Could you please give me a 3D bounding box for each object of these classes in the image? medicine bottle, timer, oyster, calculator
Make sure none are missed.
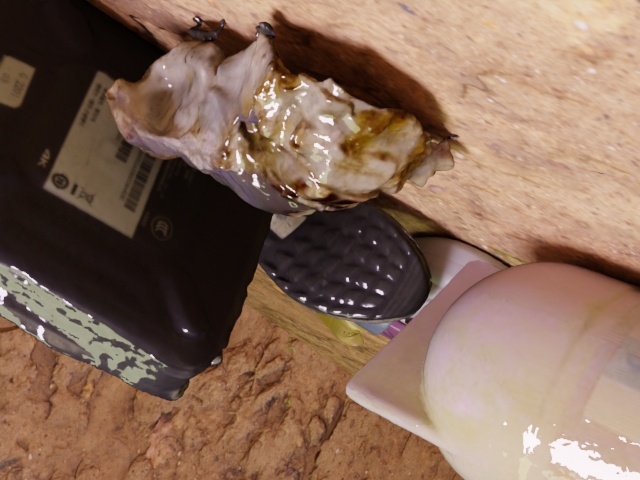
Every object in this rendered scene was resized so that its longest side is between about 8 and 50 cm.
[{"bbox_3d":[0.245,0.151,1.199,0.406,0.235,0.236,24,169,32],"label":"medicine bottle"},{"bbox_3d":[0.179,0.088,1.524,0.237,0.087,0.262,33,168,-15],"label":"timer"},{"bbox_3d":[-0.056,-0.105,1.130,0.337,0.133,0.198,18,157,36],"label":"oyster"},{"bbox_3d":[-0.013,0.049,1.864,0.236,0.033,0.157,53,168,10],"label":"calculator"}]

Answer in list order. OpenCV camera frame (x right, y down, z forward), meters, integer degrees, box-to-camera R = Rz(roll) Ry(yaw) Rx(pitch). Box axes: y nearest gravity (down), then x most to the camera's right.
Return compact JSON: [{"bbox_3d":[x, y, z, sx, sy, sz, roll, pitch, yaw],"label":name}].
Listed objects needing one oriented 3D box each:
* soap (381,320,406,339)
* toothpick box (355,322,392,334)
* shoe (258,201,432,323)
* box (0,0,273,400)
[{"bbox_3d":[0.142,0.123,1.892,0.203,0.065,0.122,28,170,20],"label":"soap"},{"bbox_3d":[0.034,0.039,1.683,0.153,0.101,0.101,34,170,-11],"label":"toothpick box"},{"bbox_3d":[0.000,0.000,1.501,0.336,0.132,0.171,33,-178,30],"label":"shoe"},{"bbox_3d":[-0.209,-0.059,1.270,0.350,0.359,0.091,33,136,-18],"label":"box"}]
